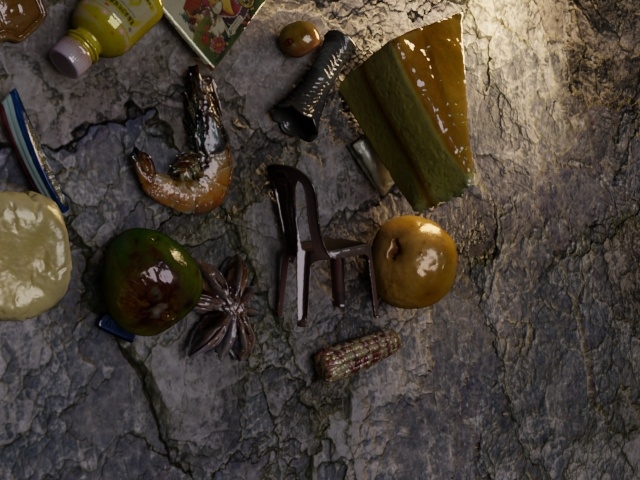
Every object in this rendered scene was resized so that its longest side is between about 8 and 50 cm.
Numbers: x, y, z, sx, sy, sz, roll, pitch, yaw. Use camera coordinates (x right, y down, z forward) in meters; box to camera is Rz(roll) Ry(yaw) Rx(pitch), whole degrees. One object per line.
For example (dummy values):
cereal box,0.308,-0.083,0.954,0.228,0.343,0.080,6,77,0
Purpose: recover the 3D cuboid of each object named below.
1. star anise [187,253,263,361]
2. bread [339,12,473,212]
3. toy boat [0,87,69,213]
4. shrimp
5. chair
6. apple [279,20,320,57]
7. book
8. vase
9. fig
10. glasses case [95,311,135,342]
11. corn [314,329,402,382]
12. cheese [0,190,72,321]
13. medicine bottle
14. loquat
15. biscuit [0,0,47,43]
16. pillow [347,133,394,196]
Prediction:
star anise,-0.195,0.141,2.008,0.229,0.093,0.236,-51,123,-33
bread,0.240,-0.257,2.199,0.245,0.233,0.361,-25,86,-35
toy boat,-0.500,-0.150,1.782,0.046,0.080,0.229,-22,107,-1
shrimp,-0.269,-0.194,1.969,0.222,0.054,0.290,-5,92,-37
chair,0.000,0.000,2.108,0.183,0.175,0.326,-7,100,-29
apple,-0.043,-0.421,2.134,0.084,0.084,0.071,-34,98,-34
book,-0.254,-0.519,1.986,0.322,0.018,0.228,49,53,-28
vase,-0.005,-0.331,2.152,0.115,0.115,0.237,45,60,-29
fig,-0.315,0.069,1.863,0.181,0.181,0.191,-10,67,-38
glasses case,-0.379,0.160,1.898,0.083,0.023,0.033,32,65,-36
corn,0.085,0.245,2.232,0.237,0.079,0.079,-18,101,-37
cheese,-0.530,0.027,1.725,0.214,0.117,0.226,-4,96,-32
medicine bottle,-0.390,-0.381,1.832,0.122,0.122,0.212,52,60,-26
loquat,0.202,0.047,2.253,0.208,0.208,0.208,0,89,-38
biscuit,-0.578,-0.413,1.737,0.215,0.034,0.182,-28,106,-35
pillow,0.170,-0.220,2.322,0.230,0.050,0.148,-43,118,-30
